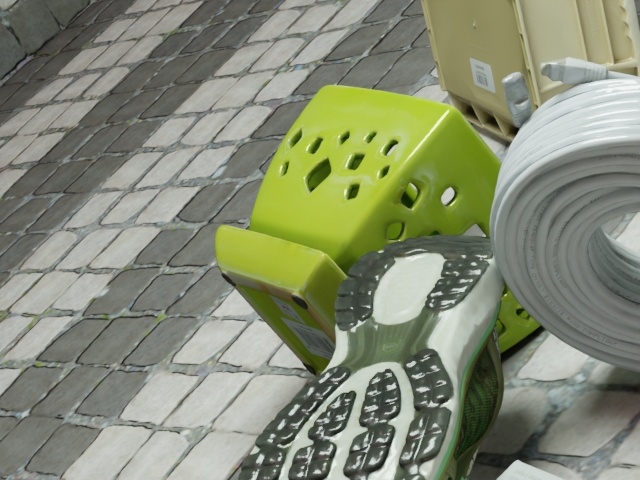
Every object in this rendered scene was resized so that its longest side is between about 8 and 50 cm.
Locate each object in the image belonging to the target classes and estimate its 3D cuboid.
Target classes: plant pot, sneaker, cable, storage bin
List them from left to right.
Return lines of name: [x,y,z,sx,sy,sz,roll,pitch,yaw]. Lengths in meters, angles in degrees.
plant pot: [0.056,0.016,1.662,0.207,0.227,0.228,-48,27,-16]
sneaker: [0.072,0.164,1.400,0.158,0.182,0.410,-8,30,28]
storage bin: [0.207,-0.236,1.908,0.123,0.260,0.262,-20,21,-14]
cable: [0.255,-0.007,1.408,0.257,0.257,0.089,7,44,17]

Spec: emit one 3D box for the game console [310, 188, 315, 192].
game console: [0.000,0.000,2.010,0.107,0.071,0.122,-54,9,34]

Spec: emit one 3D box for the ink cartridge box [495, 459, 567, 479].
ink cartridge box: [0.125,0.263,1.255,0.212,0.093,0.154,-43,26,-17]
